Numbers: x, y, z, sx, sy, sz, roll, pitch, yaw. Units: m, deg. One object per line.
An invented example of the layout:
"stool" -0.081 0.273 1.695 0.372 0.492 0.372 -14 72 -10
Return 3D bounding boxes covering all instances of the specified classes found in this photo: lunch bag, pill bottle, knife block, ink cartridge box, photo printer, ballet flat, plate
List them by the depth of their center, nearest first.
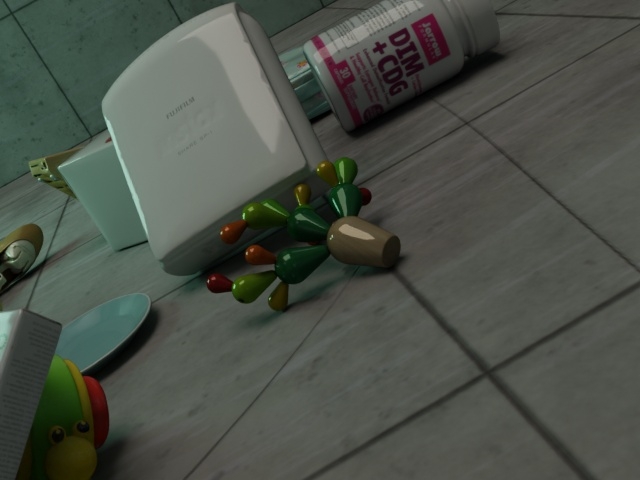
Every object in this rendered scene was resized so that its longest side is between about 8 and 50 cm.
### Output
"ink cartridge box" -0.312 0.169 0.607 0.223 0.045 0.224 -8 59 40
"plate" -0.284 0.129 0.936 0.188 0.024 0.188 -25 21 10
"photo printer" -0.147 -0.145 1.000 0.256 0.307 0.107 -31 -23 16
"pill bottle" 0.129 -0.307 1.222 0.283 0.160 0.160 -28 21 3
"ballet flat" -0.588 0.059 1.419 0.073 0.080 0.232 5 48 42
"knife block" -0.365 -0.168 1.430 0.088 0.276 0.242 -3 63 50
"lunch bag" -0.078 -0.273 1.477 0.279 0.108 0.224 -33 26 -6

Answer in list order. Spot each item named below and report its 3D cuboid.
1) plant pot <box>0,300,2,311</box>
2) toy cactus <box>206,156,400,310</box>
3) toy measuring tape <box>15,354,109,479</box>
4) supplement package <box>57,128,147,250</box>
"plant pot" -0.583 0.121 1.270 0.079 0.083 0.083 -23 18 49
"toy cactus" 0.000 0.000 0.807 0.180 0.112 0.219 17 44 37
"toy measuring tape" -0.288 0.157 0.732 0.121 0.121 0.330 -40 25 -28
"supplement package" -0.242 -0.128 1.257 0.293 0.175 0.177 -17 25 30
